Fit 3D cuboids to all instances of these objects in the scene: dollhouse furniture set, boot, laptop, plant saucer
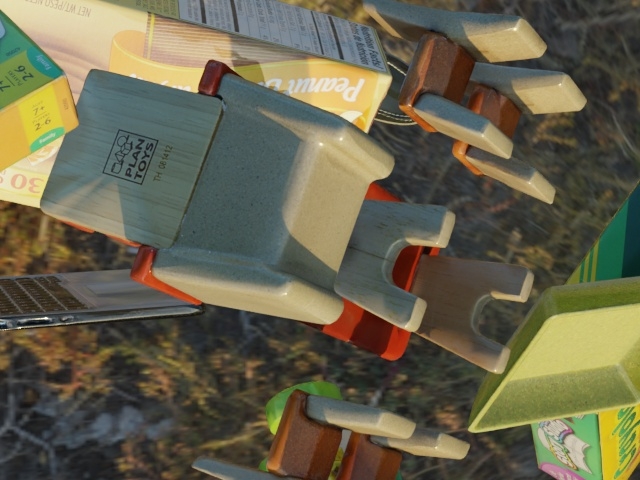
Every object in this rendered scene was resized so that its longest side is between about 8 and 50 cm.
[{"bbox_3d":[0.000,0.000,0.708,0.135,0.259,0.262,16,83,30],"label":"dollhouse furniture set"},{"bbox_3d":[0.021,-0.206,1.705,0.236,0.178,0.085,29,100,5],"label":"boot"},{"bbox_3d":[-0.368,-0.039,1.563,0.408,0.382,0.236,-3,96,-17],"label":"laptop"},{"bbox_3d":[0.229,0.087,1.214,0.188,0.188,0.045,-6,56,-24],"label":"plant saucer"}]

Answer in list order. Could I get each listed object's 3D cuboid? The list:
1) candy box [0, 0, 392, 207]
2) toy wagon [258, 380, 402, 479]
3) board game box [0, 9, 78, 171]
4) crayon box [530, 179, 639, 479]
[{"bbox_3d":[-0.127,-0.104,1.074,0.316,0.087,0.183,12,124,-19],"label":"candy box"},{"bbox_3d":[0.026,0.229,0.962,0.068,0.344,0.267,-12,62,-12],"label":"toy wagon"},{"bbox_3d":[-0.222,-0.016,0.468,0.259,0.039,0.124,-36,60,-19],"label":"board game box"},{"bbox_3d":[0.345,0.090,1.512,0.106,0.363,0.313,31,74,24],"label":"crayon box"}]
